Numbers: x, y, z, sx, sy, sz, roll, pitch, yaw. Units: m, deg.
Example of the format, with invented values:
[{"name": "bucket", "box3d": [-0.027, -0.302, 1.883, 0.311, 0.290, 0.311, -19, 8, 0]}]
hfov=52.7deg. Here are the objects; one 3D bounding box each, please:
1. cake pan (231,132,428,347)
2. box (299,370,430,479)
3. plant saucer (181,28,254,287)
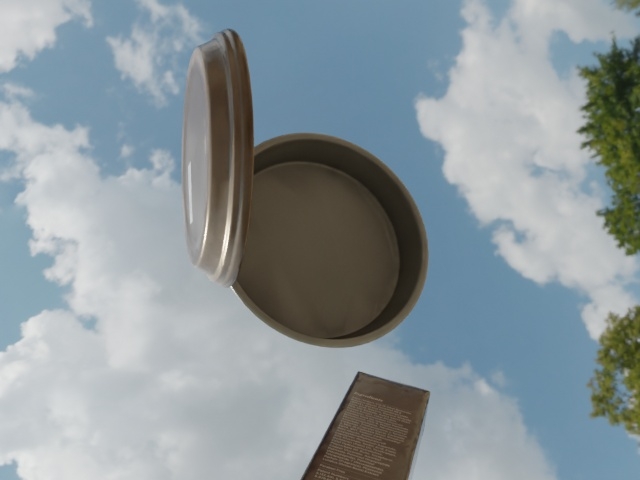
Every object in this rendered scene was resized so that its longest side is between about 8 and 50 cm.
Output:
[{"name": "cake pan", "box3d": [0.000, 0.000, 0.841, 0.293, 0.054, 0.293, 8, -114, -19]}, {"name": "box", "box3d": [0.058, 0.371, 0.949, 0.381, 0.143, 0.191, -46, -34, -68]}, {"name": "plant saucer", "box3d": [-0.119, -0.087, 0.702, 0.041, 0.278, 0.278, -1, -104, -18]}]
